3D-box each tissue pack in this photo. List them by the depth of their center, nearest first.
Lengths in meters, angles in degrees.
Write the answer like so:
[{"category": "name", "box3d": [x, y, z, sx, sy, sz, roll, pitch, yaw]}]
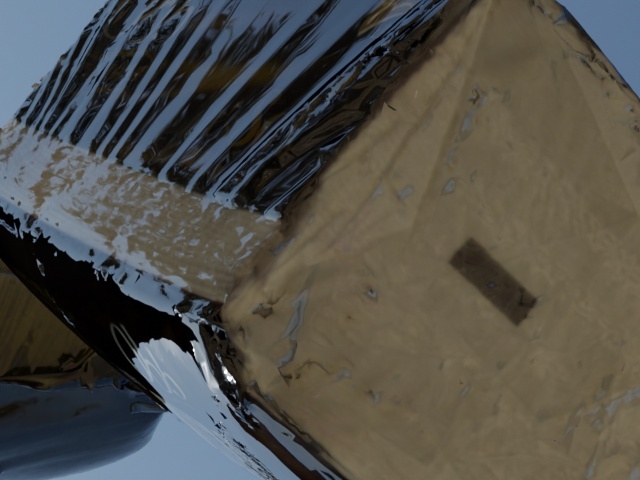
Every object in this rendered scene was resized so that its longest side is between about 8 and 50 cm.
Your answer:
[{"category": "tissue pack", "box3d": [0.000, 0.000, 0.788, 0.198, 0.370, 0.210, -46, -65, -10]}]

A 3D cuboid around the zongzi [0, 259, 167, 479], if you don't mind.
[{"category": "zongzi", "box3d": [-0.284, 0.137, 1.102, 0.403, 0.432, 0.208, 19, -50, -17]}]
